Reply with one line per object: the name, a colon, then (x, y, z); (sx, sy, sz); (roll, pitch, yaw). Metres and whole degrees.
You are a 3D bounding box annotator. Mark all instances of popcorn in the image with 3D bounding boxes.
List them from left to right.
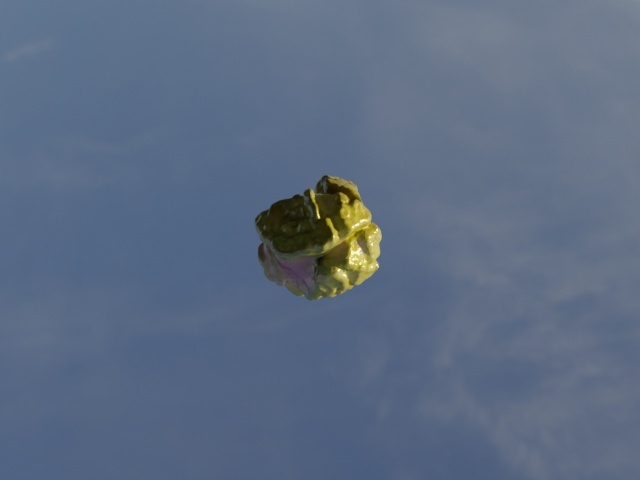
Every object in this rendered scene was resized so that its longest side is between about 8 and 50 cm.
popcorn: (0.000, 0.000, 1.383); (0.126, 0.145, 0.126); (-19, -108, -40)
